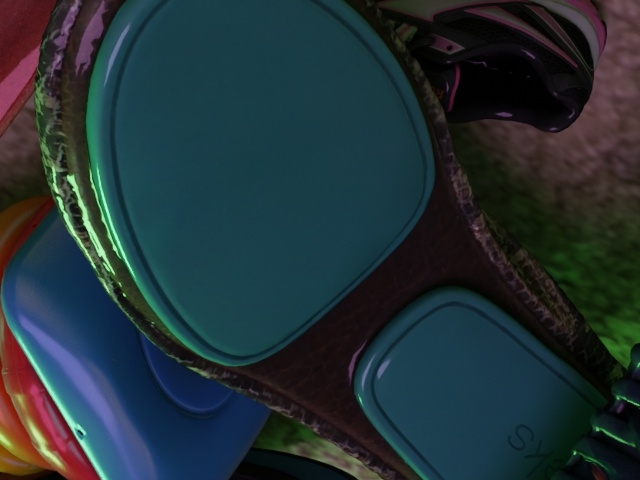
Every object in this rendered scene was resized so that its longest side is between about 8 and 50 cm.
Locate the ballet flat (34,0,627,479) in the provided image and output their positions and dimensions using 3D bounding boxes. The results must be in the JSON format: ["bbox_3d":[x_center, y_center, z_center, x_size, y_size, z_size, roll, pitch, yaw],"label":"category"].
[{"bbox_3d":[0.000,0.000,0.856,0.164,0.182,0.483,-43,134,0],"label":"ballet flat"}]

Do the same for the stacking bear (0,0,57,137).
[{"bbox_3d":[-0.217,-0.181,0.763,0.289,0.175,0.164,35,128,-12],"label":"stacking bear"}]

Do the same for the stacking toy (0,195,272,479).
[{"bbox_3d":[-0.182,0.061,0.979,0.302,0.165,0.175,-10,119,34],"label":"stacking toy"}]

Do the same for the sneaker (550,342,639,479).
[{"bbox_3d":[0.151,0.115,0.830,0.148,0.131,0.350,-9,118,-13],"label":"sneaker"}]

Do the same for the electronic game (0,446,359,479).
[{"bbox_3d":[-0.084,0.146,0.993,0.229,0.229,0.048,1,99,6],"label":"electronic game"}]

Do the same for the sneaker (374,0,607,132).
[{"bbox_3d":[0.045,-0.094,0.851,0.178,0.077,0.072,8,130,1],"label":"sneaker"}]
